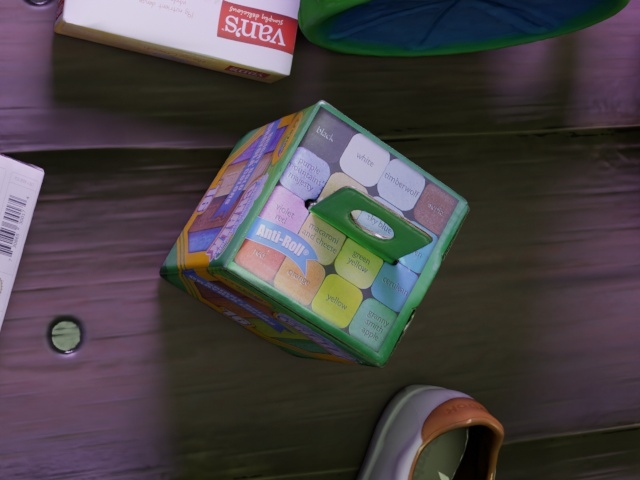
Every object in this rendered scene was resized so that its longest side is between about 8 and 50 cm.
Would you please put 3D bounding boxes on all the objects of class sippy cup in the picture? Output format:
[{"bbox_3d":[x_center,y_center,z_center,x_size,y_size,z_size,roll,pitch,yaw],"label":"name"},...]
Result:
[{"bbox_3d":[0.092,-0.264,0.911,0.240,0.305,0.224,-6,87,9],"label":"sippy cup"}]

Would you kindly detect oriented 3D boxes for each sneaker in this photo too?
[{"bbox_3d":[0.054,0.247,0.935,0.106,0.123,0.290,20,83,-20],"label":"sneaker"}]

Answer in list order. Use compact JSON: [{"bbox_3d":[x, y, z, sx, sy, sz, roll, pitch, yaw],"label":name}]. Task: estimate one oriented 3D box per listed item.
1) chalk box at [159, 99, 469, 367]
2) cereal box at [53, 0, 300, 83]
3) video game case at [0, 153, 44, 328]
[{"bbox_3d":[0.000,0.000,0.875,0.132,0.213,0.132,34,77,-16],"label":"chalk box"},{"bbox_3d":[-0.089,-0.250,0.940,0.173,0.047,0.240,10,84,-21],"label":"cereal box"},{"bbox_3d":[-0.291,0.034,0.806,0.210,0.042,0.232,22,79,-51],"label":"video game case"}]
